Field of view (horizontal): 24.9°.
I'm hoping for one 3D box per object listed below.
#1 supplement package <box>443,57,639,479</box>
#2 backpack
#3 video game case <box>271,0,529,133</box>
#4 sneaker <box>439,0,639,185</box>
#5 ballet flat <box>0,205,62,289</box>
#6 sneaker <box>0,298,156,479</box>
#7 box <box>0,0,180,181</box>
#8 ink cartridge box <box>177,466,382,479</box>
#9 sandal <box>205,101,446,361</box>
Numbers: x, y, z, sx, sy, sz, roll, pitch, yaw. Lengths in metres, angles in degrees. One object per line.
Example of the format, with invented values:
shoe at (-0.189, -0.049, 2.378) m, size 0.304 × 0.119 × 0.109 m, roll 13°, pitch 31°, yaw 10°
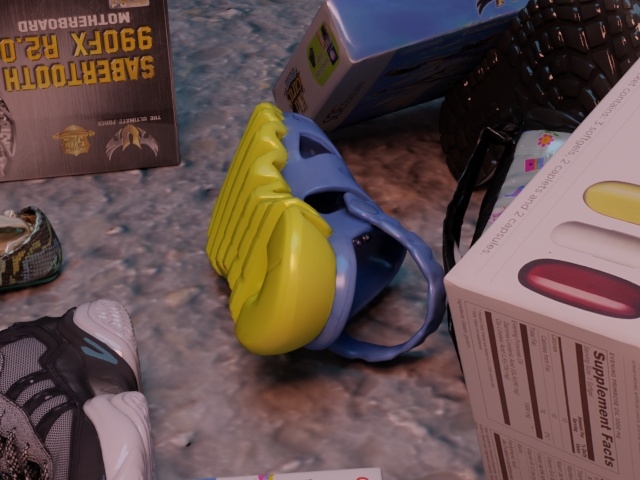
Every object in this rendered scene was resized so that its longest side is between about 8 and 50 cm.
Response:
supplement package at (0.211, 0.031, 0.795) m, size 0.145 × 0.204 × 0.262 m, roll 20°, pitch 52°, yaw 34°
backpack at (0.150, 0.014, 0.960) m, size 0.115 × 0.152 × 0.182 m, roll 1°, pitch 40°, yaw 25°
video game case at (0.111, -0.173, 1.216) m, size 0.270 × 0.061 × 0.244 m, roll -19°, pitch -6°, yaw -14°
sneaker at (0.204, -0.127, 1.128) m, size 0.124 × 0.107 × 0.283 m, roll -10°, pitch -9°, yaw -23°
ballet flat at (-0.284, 0.016, 1.064) m, size 0.188 × 0.070 × 0.070 m, roll -18°, pitch 33°, yaw -26°
sneaker at (-0.173, 0.123, 0.831) m, size 0.153 × 0.101 × 0.268 m, roll -8°, pitch 23°, yaw -8°
box at (-0.242, -0.145, 1.232) m, size 0.231 × 0.183 × 0.056 m, roll -5°, pitch 28°, yaw -7°
ink cartridge box at (-0.022, 0.170, 0.778) m, size 0.123 × 0.052 × 0.088 m, roll -3°, pitch 29°, yaw -3°
sandal at (0.000, 0.000, 1.040) m, size 0.138 × 0.126 × 0.317 m, roll 15°, pitch 24°, yaw -17°
